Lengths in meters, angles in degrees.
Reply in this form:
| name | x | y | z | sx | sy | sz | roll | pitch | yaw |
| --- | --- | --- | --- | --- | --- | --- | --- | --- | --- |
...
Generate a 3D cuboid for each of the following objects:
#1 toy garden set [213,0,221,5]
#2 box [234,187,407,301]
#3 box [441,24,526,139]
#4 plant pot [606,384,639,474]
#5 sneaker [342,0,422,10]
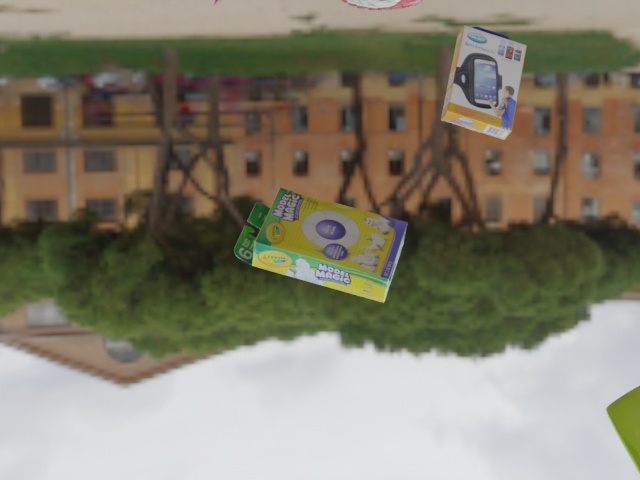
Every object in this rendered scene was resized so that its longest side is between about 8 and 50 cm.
| name | x | y | z | sx | sy | sz | roll | pitch | yaw |
| --- | --- | --- | --- | --- | --- | --- | --- | --- | --- |
| toy garden set | -0.067 | -0.338 | 1.303 | 0.049 | 0.204 | 0.244 | 14 | 143 | -29 |
| box | 0.000 | 0.000 | 1.547 | 0.179 | 0.043 | 0.105 | 14 | -138 | 7 |
| box | 0.194 | -0.193 | 1.612 | 0.081 | 0.136 | 0.028 | 16 | 159 | -8 |
| plant pot | 0.537 | 0.245 | 1.711 | 0.227 | 0.228 | 0.207 | 6 | 138 | -45 |
| sneaker | 0.047 | -0.352 | 1.666 | 0.088 | 0.092 | 0.225 | -15 | -134 | -32 |
